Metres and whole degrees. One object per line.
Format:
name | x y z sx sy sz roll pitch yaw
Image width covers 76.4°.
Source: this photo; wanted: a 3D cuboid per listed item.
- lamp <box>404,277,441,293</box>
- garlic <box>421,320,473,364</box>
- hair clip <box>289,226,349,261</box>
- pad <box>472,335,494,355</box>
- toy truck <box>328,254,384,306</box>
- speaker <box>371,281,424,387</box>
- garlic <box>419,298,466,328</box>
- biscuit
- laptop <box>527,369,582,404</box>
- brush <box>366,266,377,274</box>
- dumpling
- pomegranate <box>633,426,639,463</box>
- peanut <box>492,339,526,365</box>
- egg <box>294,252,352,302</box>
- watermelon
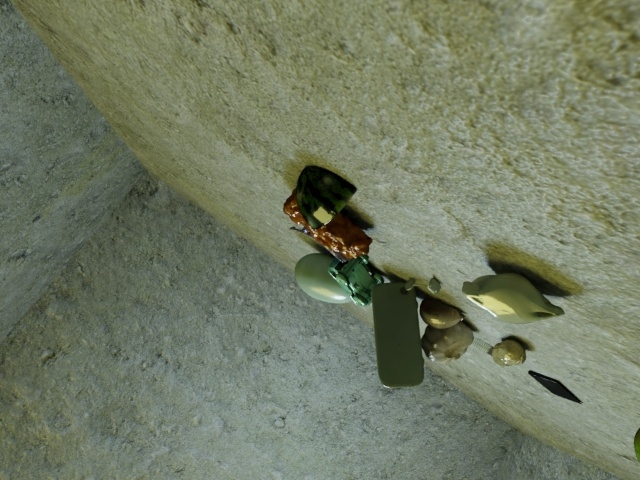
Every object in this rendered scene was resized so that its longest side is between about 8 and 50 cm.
lamp | 0.360 0.158 1.486 0.056 0.050 0.198 36 166 -17
garlic | 0.507 0.389 1.705 0.218 0.218 0.212 43 -166 -32
hair clip | 0.004 -0.014 1.640 0.278 0.090 0.137 31 -171 15
pad | 0.698 0.463 1.720 0.250 0.055 0.323 29 -176 25
toy truck | 0.150 0.161 1.751 0.156 0.155 0.279 19 153 53
speaker | 0.319 0.386 1.662 0.183 0.406 0.184 -6 159 12
garlic | 0.459 0.293 1.598 0.196 0.101 0.087 9 143 54
biscuit | 0.012 -0.056 1.419 0.312 0.110 0.318 37 172 -10
laptop | 0.958 0.599 1.660 0.197 0.016 0.135 38 166 -21
brush | 0.234 0.142 1.816 0.083 0.018 0.021 38 156 -10
dumpling | 0.472 0.137 1.005 0.229 0.124 0.151 20 -160 25
pomegranate | 1.019 0.607 1.166 0.159 0.190 0.241 57 175 18
peanut | 0.693 0.417 1.500 0.099 0.090 0.214 2 162 8
egg | 0.036 0.190 2.014 0.371 0.230 0.230 21 162 29
watermelon | 0.015 -0.132 1.186 0.145 0.137 0.193 -177 76 -69
